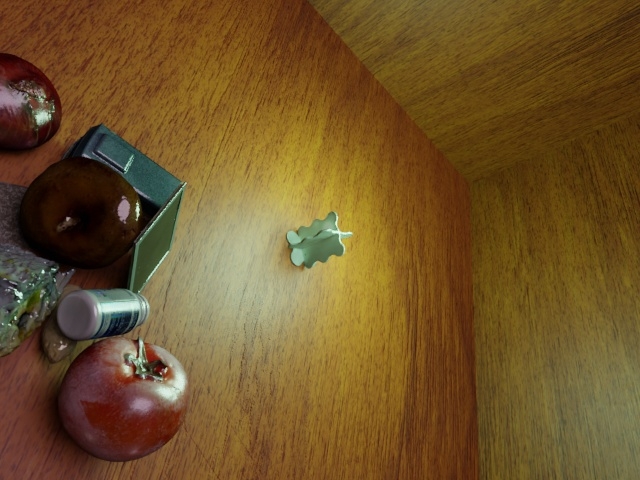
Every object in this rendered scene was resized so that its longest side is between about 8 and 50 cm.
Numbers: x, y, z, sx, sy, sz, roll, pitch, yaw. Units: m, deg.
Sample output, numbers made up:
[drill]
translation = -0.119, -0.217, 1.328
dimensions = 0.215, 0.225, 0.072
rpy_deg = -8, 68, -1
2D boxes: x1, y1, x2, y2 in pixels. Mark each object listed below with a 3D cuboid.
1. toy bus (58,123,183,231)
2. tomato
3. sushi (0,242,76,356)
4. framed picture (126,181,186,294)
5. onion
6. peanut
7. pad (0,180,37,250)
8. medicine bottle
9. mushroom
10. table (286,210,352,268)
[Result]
[toy bus]
translation = -0.512, -0.155, 1.274
dimensions = 0.275, 0.167, 0.138
rpy_deg = 38, 47, -31
[tomato]
translation = -0.421, 0.344, 1.067
dimensions = 0.270, 0.227, 0.270
rpy_deg = 30, 12, -7
[sushi]
translation = -0.615, 0.108, 0.976
dimensions = 0.139, 0.184, 0.274
rpy_deg = 23, 13, -9
[framed picture]
translation = -0.416, 0.015, 1.227
dimensions = 0.019, 0.296, 0.232
rpy_deg = 27, 46, -4
[onion]
translation = -0.718, -0.327, 1.139
dimensions = 0.248, 0.161, 0.248
rpy_deg = 31, 31, -21
[peanut]
translation = -0.569, 0.183, 1.102
dimensions = 0.082, 0.082, 0.187
rpy_deg = 32, 49, -37
[pad]
translation = -0.723, -0.062, 1.107
dimensions = 0.235, 0.003, 0.158
rpy_deg = 13, 62, -46
[medicine bottle]
translation = -0.472, 0.160, 1.098
dimensions = 0.191, 0.107, 0.107
rpy_deg = 12, 60, -72
[mushroom]
translation = -0.543, -0.066, 1.140
dimensions = 0.267, 0.254, 0.267
rpy_deg = -5, 107, -17
[table]
translation = 0.000, 0.000, 1.775
dimensions = 0.166, 0.198, 0.166
rpy_deg = 26, 52, -40
